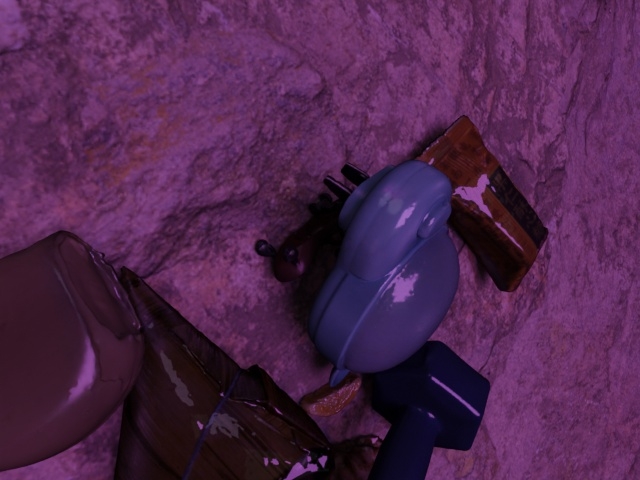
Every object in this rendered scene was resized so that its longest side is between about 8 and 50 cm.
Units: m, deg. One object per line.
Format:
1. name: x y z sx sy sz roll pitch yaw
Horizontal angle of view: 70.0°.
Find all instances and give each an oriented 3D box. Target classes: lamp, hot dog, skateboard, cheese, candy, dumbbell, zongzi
1. lamp: 0.077 0.040 0.526 0.209 0.147 0.284 -38 135 -38
2. hot dog: 0.017 0.209 0.603 0.090 0.030 0.034 -19 102 -29
3. skateboard: 0.000 0.000 0.576 0.151 0.067 0.080 -41 120 -28
4. cheese: -0.259 0.099 0.377 0.202 0.091 0.175 -26 82 -16
5. candy: 0.250 -0.058 0.704 0.271 0.101 0.143 46 71 -18
6. dumbbell: 0.087 0.269 0.520 0.160 0.144 0.325 38 47 2
7. zongzi: -0.175 0.212 0.454 0.300 0.138 0.286 44 84 1

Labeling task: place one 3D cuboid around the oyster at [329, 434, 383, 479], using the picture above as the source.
1. oyster: 0.062 0.368 0.594 0.395 0.111 0.205 21 77 -26
